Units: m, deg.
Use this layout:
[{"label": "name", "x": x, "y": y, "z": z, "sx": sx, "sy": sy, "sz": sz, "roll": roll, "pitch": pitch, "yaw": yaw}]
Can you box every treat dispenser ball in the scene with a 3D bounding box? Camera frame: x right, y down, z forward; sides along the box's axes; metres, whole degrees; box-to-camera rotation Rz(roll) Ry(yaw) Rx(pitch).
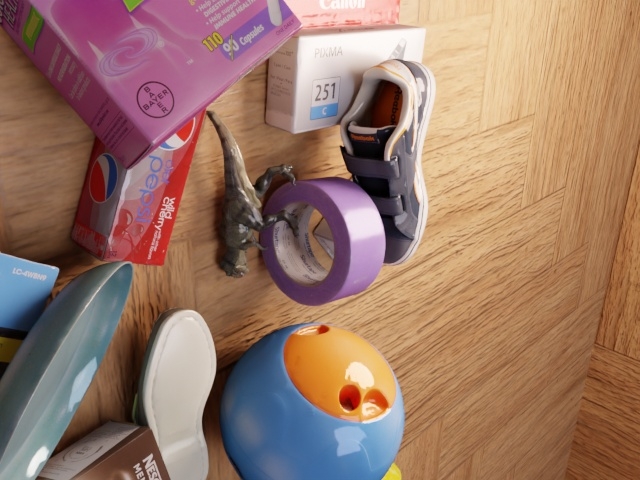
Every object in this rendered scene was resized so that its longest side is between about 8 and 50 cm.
[{"label": "treat dispenser ball", "x": -0.013, "y": 0.272, "z": 1.093, "sx": 0.288, "sy": 0.288, "sz": 0.288, "roll": -25, "pitch": 126, "yaw": -40}]

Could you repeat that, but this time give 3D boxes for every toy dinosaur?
[{"label": "toy dinosaur", "x": -0.093, "y": -0.055, "z": 0.994, "sx": 0.118, "sy": 0.064, "sz": 0.268, "roll": -4, "pitch": 117, "yaw": -7}]

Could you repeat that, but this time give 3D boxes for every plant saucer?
[{"label": "plant saucer", "x": -0.299, "y": 0.159, "z": 0.771, "sx": 0.317, "sy": 0.044, "sz": 0.317, "roll": -155, "pitch": -90, "yaw": -86}]

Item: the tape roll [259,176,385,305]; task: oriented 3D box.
[{"label": "tape roll", "x": 0.000, "y": 0.000, "z": 1.053, "sx": 0.080, "sy": 0.189, "sz": 0.188, "roll": -12, "pitch": 117, "yaw": -45}]

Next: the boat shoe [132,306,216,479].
[{"label": "boat shoe", "x": -0.216, "y": 0.227, "z": 0.994, "sx": 0.109, "sy": 0.091, "sz": 0.304, "roll": -11, "pitch": 116, "yaw": -36}]

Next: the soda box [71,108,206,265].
[{"label": "soda box", "x": -0.213, "y": -0.106, "z": 0.838, "sx": 0.092, "sy": 0.084, "sz": 0.263, "roll": 9, "pitch": 102, "yaw": -50}]

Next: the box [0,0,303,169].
[{"label": "box", "x": -0.182, "y": -0.236, "z": 0.695, "sx": 0.213, "sy": 0.117, "sz": 0.243, "roll": -45, "pitch": 103, "yaw": -25}]

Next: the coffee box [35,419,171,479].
[{"label": "coffee box", "x": -0.313, "y": 0.352, "z": 0.879, "sx": 0.247, "sy": 0.098, "sz": 0.141, "roll": -31, "pitch": 109, "yaw": -47}]

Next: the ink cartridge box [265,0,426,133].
[{"label": "ink cartridge box", "x": 0.048, "y": -0.313, "z": 1.055, "sx": 0.296, "sy": 0.066, "sz": 0.261, "roll": -21, "pitch": 124, "yaw": -43}]

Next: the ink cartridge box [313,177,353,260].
[{"label": "ink cartridge box", "x": 0.084, "y": -0.037, "z": 1.226, "sx": 0.175, "sy": 0.072, "sz": 0.127, "roll": -56, "pitch": 140, "yaw": -14}]

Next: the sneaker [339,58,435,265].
[{"label": "sneaker", "x": 0.091, "y": -0.114, "z": 1.063, "sx": 0.128, "sy": 0.126, "sz": 0.320, "roll": -11, "pitch": 108, "yaw": -52}]

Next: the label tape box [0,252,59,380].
[{"label": "label tape box", "x": -0.443, "y": 0.140, "z": 0.658, "sx": 0.249, "sy": 0.115, "sz": 0.347, "roll": 24, "pitch": 90, "yaw": -49}]

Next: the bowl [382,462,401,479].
[{"label": "bowl", "x": -0.014, "y": 0.445, "z": 1.258, "sx": 0.289, "sy": 0.289, "sz": 0.156, "roll": -37, "pitch": 91, "yaw": -32}]
